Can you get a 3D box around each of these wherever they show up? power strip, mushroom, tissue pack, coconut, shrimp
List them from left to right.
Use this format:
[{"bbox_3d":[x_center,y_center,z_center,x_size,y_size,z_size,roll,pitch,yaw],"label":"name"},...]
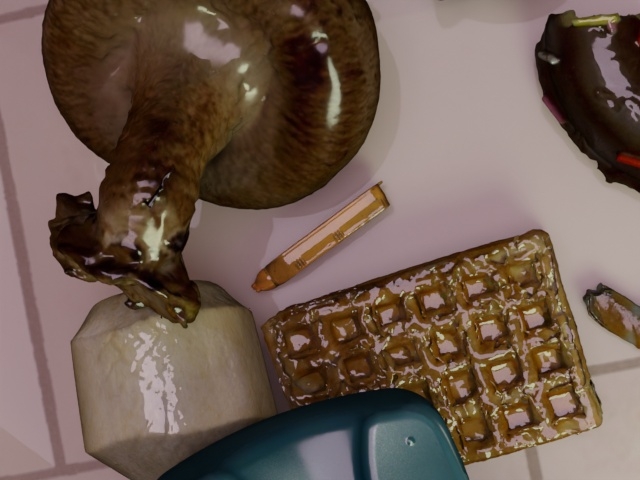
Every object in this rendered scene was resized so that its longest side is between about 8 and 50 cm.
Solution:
[{"bbox_3d":[-0.148,0.157,1.440,0.202,0.202,0.222,-14,81,7],"label":"coconut"},{"bbox_3d":[-0.138,-0.157,1.388,0.331,0.356,0.334,34,127,23],"label":"mushroom"},{"bbox_3d":[-0.010,0.254,1.315,0.287,0.206,0.198,-21,90,-11],"label":"tissue pack"},{"bbox_3d":[0.000,0.000,1.499,0.178,0.049,0.028,-36,90,5],"label":"power strip"},{"bbox_3d":[0.355,0.036,1.454,0.166,0.049,0.161,8,95,10],"label":"shrimp"}]

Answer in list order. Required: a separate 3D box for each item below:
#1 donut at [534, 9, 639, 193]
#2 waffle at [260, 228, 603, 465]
[{"bbox_3d":[0.401,-0.168,1.411,0.345,0.136,0.259,-27,82,7],"label":"donut"},{"bbox_3d":[0.114,0.129,1.459,0.308,0.091,0.212,-17,86,7],"label":"waffle"}]
